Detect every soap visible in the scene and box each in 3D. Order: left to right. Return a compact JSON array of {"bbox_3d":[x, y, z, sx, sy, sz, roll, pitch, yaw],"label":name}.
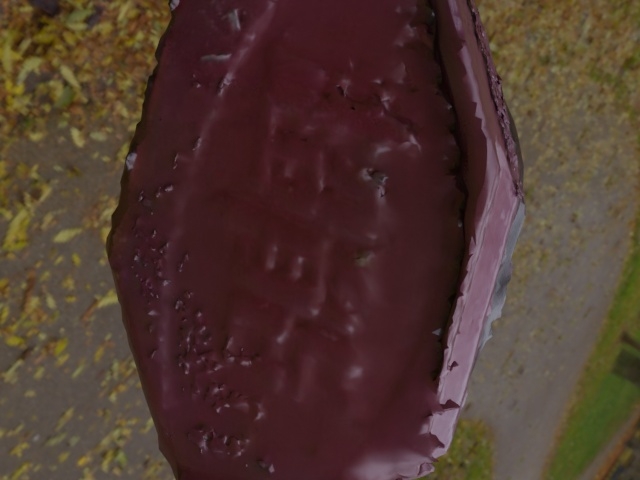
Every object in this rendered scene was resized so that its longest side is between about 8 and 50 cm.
[{"bbox_3d":[0.000,0.000,0.453,0.112,0.182,0.289,9,97,-71],"label":"soap"}]
